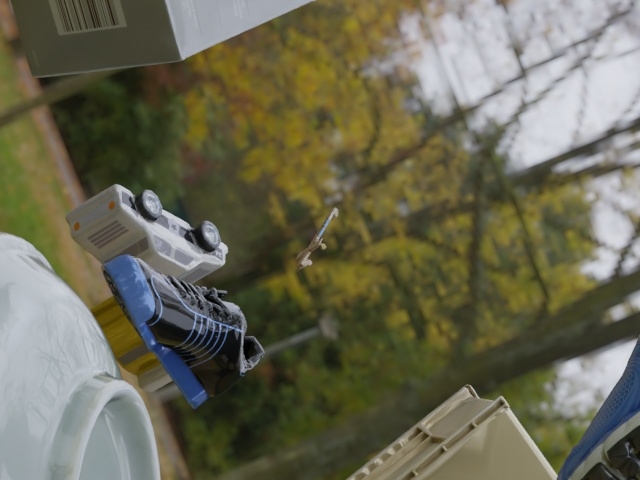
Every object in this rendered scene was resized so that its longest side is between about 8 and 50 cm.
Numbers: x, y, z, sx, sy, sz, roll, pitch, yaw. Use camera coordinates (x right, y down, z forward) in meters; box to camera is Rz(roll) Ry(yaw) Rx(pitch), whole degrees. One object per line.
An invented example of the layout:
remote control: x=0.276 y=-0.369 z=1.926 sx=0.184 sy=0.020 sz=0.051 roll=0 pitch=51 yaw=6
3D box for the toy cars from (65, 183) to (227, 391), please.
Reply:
toy cars: x=-0.191 y=0.076 z=2.092 sx=0.394 sy=0.176 sz=0.087 roll=92 pitch=-8 yaw=-56

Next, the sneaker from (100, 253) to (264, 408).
sneaker: x=-0.124 y=0.068 z=1.663 sx=0.081 sy=0.090 sz=0.232 roll=54 pitch=-5 yaw=34

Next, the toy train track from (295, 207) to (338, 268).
toy train track: x=0.000 y=0.000 z=1.877 sx=0.014 sy=0.083 sz=0.048 roll=39 pitch=-35 yaw=-13

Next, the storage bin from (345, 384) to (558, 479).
storage bin: x=0.133 y=0.321 z=1.717 sx=0.262 sy=0.260 sz=0.123 roll=55 pitch=-12 yaw=-6

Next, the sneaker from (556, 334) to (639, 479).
sneaker: x=0.279 y=0.078 z=1.255 sx=0.130 sy=0.330 sz=0.147 roll=30 pitch=21 yaw=-22

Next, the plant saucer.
plant saucer: x=-0.176 y=0.194 z=1.156 sx=0.400 sy=0.100 sz=0.400 roll=1 pitch=90 yaw=-79

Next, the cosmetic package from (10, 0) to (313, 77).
cosmetic package: x=-0.081 y=-0.184 z=1.166 sx=0.238 sy=0.127 sz=0.107 roll=-38 pitch=119 yaw=-53
